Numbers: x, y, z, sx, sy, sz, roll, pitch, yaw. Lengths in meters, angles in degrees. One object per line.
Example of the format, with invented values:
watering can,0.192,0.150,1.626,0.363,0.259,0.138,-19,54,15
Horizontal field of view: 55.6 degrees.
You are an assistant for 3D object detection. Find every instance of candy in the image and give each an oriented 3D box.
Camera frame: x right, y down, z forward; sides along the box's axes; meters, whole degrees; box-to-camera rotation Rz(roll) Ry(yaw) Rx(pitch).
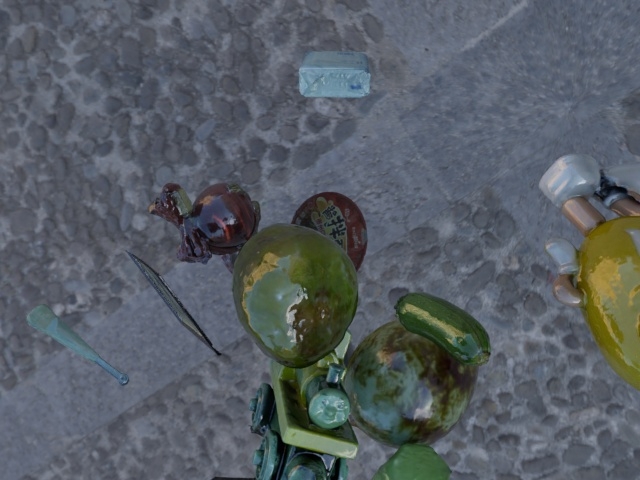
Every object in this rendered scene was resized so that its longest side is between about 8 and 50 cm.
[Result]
candy,0.137,0.509,1.101,0.132,0.142,0.343,54,142,41

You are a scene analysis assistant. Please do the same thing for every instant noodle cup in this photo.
instant noodle cup,0.000,0.000,1.679,0.091,0.274,0.274,10,108,56

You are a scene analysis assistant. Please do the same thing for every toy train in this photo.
toy train,-0.020,0.256,0.980,0.150,0.369,0.237,17,95,-10

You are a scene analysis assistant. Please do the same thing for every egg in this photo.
egg,0.182,0.264,1.177,0.289,0.238,0.238,-37,85,-15

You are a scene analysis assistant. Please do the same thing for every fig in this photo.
fig,-0.033,0.056,0.774,0.167,0.233,0.167,-1,109,-2

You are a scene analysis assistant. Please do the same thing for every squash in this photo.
squash,0.194,0.136,0.982,0.219,0.068,0.077,24,108,58

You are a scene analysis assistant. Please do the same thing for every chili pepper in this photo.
chili pepper,-0.223,0.061,1.555,0.041,0.050,0.153,15,150,30

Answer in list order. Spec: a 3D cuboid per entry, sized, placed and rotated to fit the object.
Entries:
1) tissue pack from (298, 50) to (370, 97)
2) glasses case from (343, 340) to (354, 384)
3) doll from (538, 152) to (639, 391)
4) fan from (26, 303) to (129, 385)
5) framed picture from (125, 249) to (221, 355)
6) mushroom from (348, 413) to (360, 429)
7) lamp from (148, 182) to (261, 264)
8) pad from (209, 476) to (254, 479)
tissue pack,0.040,-0.436,1.591,0.177,0.263,0.089,1,117,2
glasses case,-0.003,0.214,1.303,0.128,0.083,0.308,-14,117,12
doll,0.505,0.032,0.932,0.423,0.348,0.161,50,159,30
fan,-0.373,0.164,0.935,0.193,0.038,0.016,34,148,10
framed picture,-0.266,0.106,1.081,0.199,0.010,0.195,18,143,57
mushroom,0.144,0.384,1.737,0.208,0.302,0.233,-20,135,2
lamp,-0.237,-0.059,1.359,0.151,0.223,0.215,-14,107,43
pad,-0.175,0.543,1.271,0.003,0.157,0.112,40,112,58
